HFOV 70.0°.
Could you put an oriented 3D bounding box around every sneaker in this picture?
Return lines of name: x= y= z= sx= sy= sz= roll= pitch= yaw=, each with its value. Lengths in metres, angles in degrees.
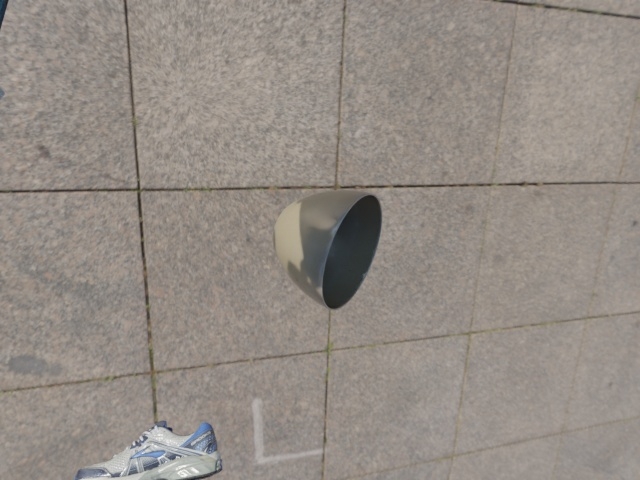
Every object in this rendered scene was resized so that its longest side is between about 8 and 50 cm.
sneaker: x=-0.167 y=0.212 z=0.451 sx=0.135 sy=0.058 sz=0.052 roll=-5 pitch=150 yaw=-11

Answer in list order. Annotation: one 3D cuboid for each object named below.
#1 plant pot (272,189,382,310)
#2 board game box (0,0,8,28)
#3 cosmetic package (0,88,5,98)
plant pot: x=0.000 y=0.000 z=1.093 sx=0.284 sy=0.191 sz=0.284 roll=-41 pitch=142 yaw=-44
board game box: x=-0.469 y=-0.357 z=0.635 sx=0.026 sy=0.126 sz=0.186 roll=2 pitch=122 yaw=-57
cosmetic package: x=-0.671 y=-0.227 z=0.745 sx=0.151 sy=0.183 sz=0.151 roll=-3 pitch=145 yaw=23
